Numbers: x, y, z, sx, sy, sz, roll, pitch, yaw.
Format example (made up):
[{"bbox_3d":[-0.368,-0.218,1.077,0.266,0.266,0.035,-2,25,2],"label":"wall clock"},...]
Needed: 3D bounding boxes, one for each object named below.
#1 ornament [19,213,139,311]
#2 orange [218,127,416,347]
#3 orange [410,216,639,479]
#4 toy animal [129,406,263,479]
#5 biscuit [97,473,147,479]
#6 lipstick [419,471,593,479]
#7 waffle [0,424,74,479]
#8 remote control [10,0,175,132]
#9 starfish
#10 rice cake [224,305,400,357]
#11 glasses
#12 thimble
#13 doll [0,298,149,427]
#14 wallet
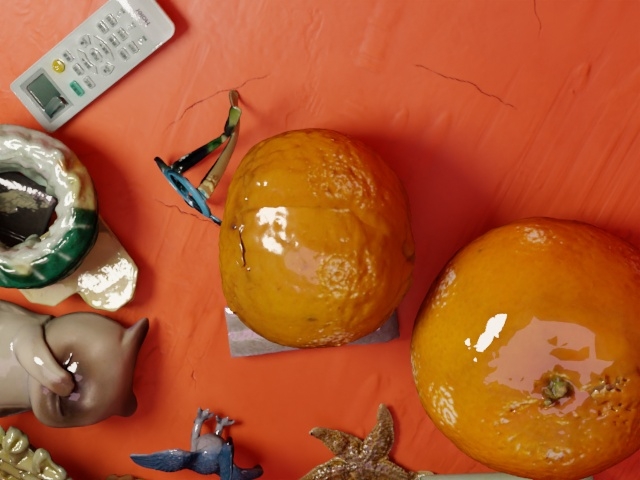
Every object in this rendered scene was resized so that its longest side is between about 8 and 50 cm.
[{"bbox_3d":[-0.405,0.025,1.901,0.201,0.059,0.180,7,92,-6],"label":"ornament"},{"bbox_3d":[0.000,0.000,1.703,0.293,0.340,0.340,7,112,4],"label":"orange"},{"bbox_3d":[0.347,0.176,1.728,0.424,0.326,0.424,2,112,5],"label":"orange"},{"bbox_3d":[-0.202,0.380,1.954,0.239,0.176,0.255,15,139,-16],"label":"toy animal"},{"bbox_3d":[-0.390,0.495,2.096,0.118,0.061,0.183,35,109,-5],"label":"biscuit"},{"bbox_3d":[0.320,0.438,1.955,0.304,0.076,0.076,-4,111,2],"label":"lipstick"},{"bbox_3d":[-0.527,0.427,2.006,0.309,0.056,0.292,-13,122,47],"label":"waffle"},{"bbox_3d":[-0.361,-0.290,1.789,0.293,0.051,0.103,-33,103,22],"label":"remote control"},{"bbox_3d":[0.075,0.396,1.993,0.277,0.062,0.236,-1,110,-1],"label":"starfish"},{"bbox_3d":[-0.019,0.134,1.909,0.298,0.050,0.106,-7,110,11],"label":"rice cake"},{"bbox_3d":[-0.188,-0.143,1.751,0.102,0.239,0.207,15,94,-20],"label":"glasses"},{"bbox_3d":[-0.497,-0.053,1.794,0.288,0.167,0.254,14,84,-3],"label":"thimble"},{"bbox_3d":[-0.497,0.207,1.908,0.370,0.226,0.215,9,100,5],"label":"doll"},{"bbox_3d":[-0.614,-0.073,1.910,0.321,0.044,0.170,24,111,-3],"label":"wallet"}]
